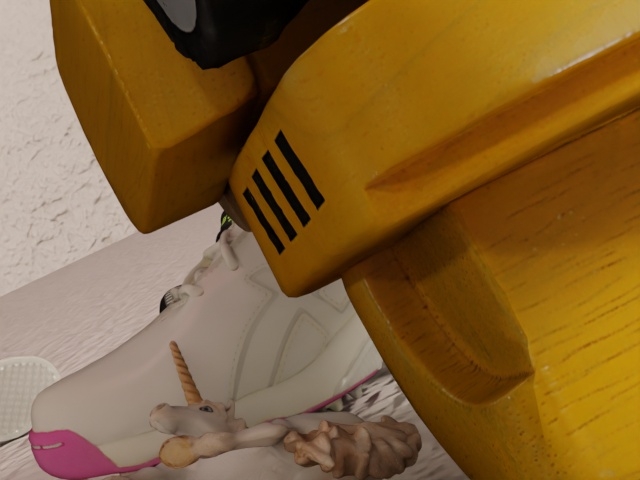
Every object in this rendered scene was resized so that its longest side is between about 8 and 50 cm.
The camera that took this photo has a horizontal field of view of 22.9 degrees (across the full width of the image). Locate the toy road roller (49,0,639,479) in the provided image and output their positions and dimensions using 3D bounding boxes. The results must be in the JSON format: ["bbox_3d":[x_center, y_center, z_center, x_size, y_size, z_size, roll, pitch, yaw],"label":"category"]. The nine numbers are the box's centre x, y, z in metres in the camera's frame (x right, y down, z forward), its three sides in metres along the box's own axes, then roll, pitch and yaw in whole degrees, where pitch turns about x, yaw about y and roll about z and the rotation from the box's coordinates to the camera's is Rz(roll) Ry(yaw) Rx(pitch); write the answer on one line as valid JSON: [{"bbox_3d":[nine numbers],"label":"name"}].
[{"bbox_3d":[0.050,-0.042,0.499,0.202,0.241,0.329,-25,-5,-13],"label":"toy road roller"}]

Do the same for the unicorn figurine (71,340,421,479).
[{"bbox_3d":[-0.032,0.079,0.540,0.162,0.060,0.111,2,9,40],"label":"unicorn figurine"}]

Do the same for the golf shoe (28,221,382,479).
[{"bbox_3d":[0.000,0.000,0.701,0.306,0.140,0.115,-26,8,-17],"label":"golf shoe"}]

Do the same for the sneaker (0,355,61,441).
[{"bbox_3d":[-0.229,0.110,0.977,0.134,0.051,0.070,-30,14,-26],"label":"sneaker"}]

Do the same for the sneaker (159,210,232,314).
[{"bbox_3d":[-0.054,0.016,1.034,0.067,0.078,0.188,-19,7,31],"label":"sneaker"}]
